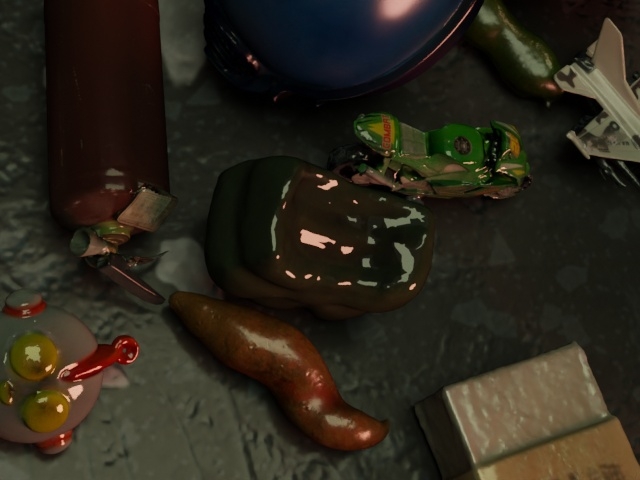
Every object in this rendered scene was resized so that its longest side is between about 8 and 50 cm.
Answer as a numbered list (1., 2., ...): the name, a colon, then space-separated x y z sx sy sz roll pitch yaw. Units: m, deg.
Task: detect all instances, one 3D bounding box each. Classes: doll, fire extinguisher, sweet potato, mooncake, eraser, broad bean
1. doll: 0.001 -0.268 0.942 0.284 0.240 0.310 -33 86 13
2. fire extinguisher: -0.163 -0.087 0.901 0.104 0.105 0.269 -1 71 -18
3. sweet potato: -0.031 0.097 0.895 0.202 0.058 0.055 39 45 0
4. mooncake: 0.000 0.000 0.881 0.175 0.168 0.104 6 70 1
5. eraser: 0.201 0.262 0.898 0.144 0.078 0.344 -14 75 -22
6. broad bean: 0.134 -0.222 1.069 0.256 0.052 0.053 46 23 5
7. doll: -0.247 0.107 0.810 0.245 0.076 0.142 -12 104 -17

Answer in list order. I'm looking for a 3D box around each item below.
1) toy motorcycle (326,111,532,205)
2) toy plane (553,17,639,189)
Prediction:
1. toy motorcycle: 0.103 -0.066 0.968 0.190 0.106 0.074 5 69 -18
2. toy plane: 0.296 -0.093 1.065 0.160 0.082 0.234 -39 101 -36
